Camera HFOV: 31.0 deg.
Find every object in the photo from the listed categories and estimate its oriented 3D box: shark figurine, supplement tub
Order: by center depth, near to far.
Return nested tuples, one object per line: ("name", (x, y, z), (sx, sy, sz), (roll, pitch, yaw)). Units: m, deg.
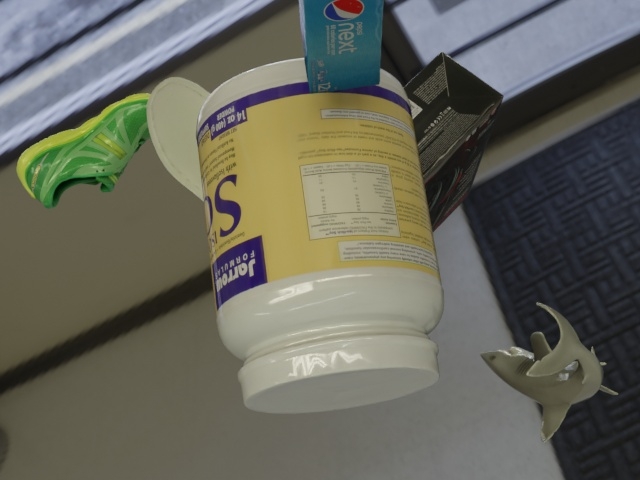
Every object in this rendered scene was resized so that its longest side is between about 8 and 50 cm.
("supplement tub", (0.000, 0.000, 1.226), (0.241, 0.241, 0.331), (-18, 69, 26))
("shark figurine", (0.278, 0.176, 1.348), (0.116, 0.166, 0.278), (-62, -2, -14))

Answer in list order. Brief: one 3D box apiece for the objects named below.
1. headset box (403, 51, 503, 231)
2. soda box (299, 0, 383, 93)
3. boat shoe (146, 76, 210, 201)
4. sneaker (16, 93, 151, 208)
("headset box", (0.119, -0.081, 1.574), (0.110, 0.293, 0.218), (39, 66, 15))
("soda box", (0.017, -0.214, 1.035), (0.071, 0.210, 0.067), (-7, 69, -1))
("boat shoe", (-0.121, -0.091, 1.518), (0.109, 0.091, 0.305), (-43, 68, 9))
("sneaker", (-0.349, -0.145, 1.905), (0.296, 0.123, 0.109), (-29, -10, -4))
